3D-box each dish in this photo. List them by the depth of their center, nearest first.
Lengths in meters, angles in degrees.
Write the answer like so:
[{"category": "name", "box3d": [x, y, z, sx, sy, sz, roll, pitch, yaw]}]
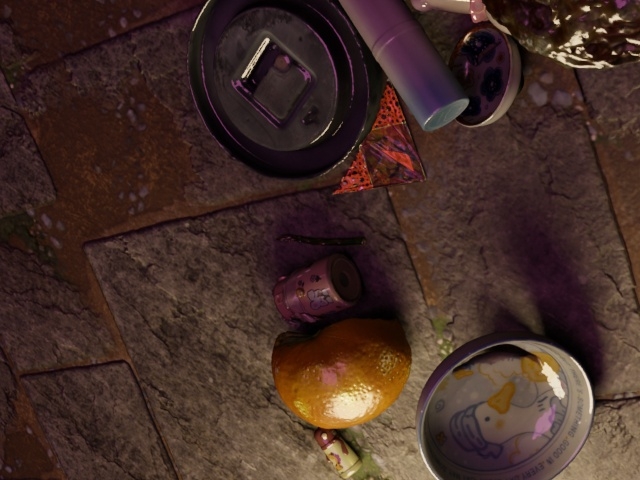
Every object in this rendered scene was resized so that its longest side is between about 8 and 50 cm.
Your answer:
[{"category": "dish", "box3d": [0.241, -0.219, 1.417, 0.141, 0.078, 0.141, -13, 75, 58]}, {"category": "dish", "box3d": [0.262, 0.241, 1.580, 0.273, 0.134, 0.273, -4, 113, -10]}]

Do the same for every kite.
[{"category": "kite", "box3d": [0.109, -0.122, 1.573, 0.125, 0.008, 0.222, 35, 125, 11]}]

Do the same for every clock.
[{"category": "clock", "box3d": [-0.055, -0.247, 1.568, 0.318, 0.066, 0.319, 13, 117, 27]}]

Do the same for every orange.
[{"category": "orange", "box3d": [0.025, 0.215, 1.674, 0.237, 0.158, 0.179, -12, 134, 30]}]

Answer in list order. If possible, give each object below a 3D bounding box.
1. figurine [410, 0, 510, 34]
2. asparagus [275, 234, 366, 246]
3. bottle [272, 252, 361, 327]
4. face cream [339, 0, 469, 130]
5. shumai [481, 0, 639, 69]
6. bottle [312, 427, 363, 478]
[{"category": "figurine", "box3d": [0.244, -0.333, 1.324, 0.235, 0.127, 0.155, 27, 88, 21]}, {"category": "asparagus", "box3d": [0.000, 0.000, 1.690, 0.162, 0.016, 0.016, 3, 140, 29]}, {"category": "bottle", "box3d": [-0.016, 0.086, 1.690, 0.152, 0.099, 0.099, -22, 100, 34]}, {"category": "face cream", "box3d": [0.107, -0.270, 1.420, 0.077, 0.077, 0.250, -41, 72, 37]}, {"category": "shumai", "box3d": [0.290, -0.379, 1.046, 0.395, 0.348, 0.395, -4, 81, 26]}, {"category": "bottle", "box3d": [0.026, 0.367, 1.828, 0.063, 0.047, 0.101, -40, 88, 27]}]
